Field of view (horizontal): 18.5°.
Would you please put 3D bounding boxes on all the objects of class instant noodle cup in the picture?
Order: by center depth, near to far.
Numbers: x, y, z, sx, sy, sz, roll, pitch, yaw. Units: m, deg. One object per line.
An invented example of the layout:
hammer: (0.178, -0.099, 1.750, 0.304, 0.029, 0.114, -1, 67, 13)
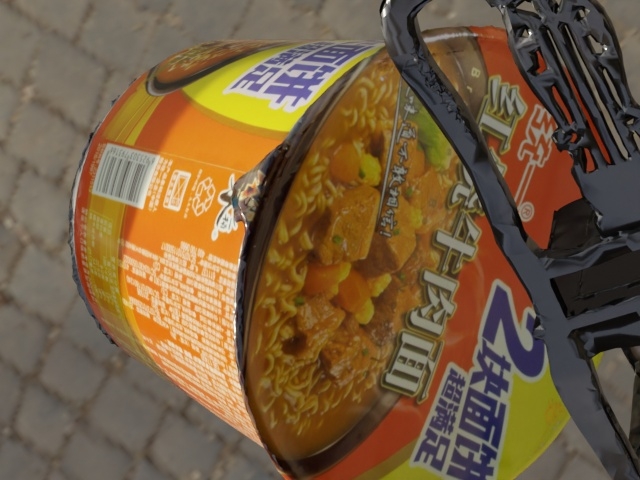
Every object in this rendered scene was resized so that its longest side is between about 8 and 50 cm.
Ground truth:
instant noodle cup: (0.000, 0.000, 0.864, 0.174, 0.213, 0.213, 18, 119, 50)

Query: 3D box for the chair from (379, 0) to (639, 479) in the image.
chair: (0.113, -0.018, 0.644, 0.106, 0.113, 0.229, -18, 111, 20)
